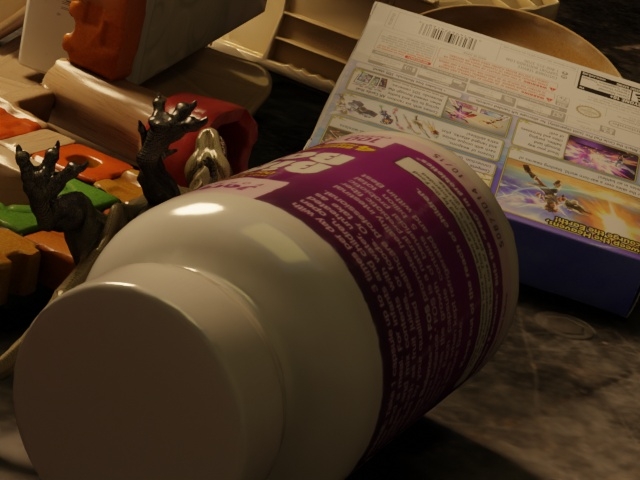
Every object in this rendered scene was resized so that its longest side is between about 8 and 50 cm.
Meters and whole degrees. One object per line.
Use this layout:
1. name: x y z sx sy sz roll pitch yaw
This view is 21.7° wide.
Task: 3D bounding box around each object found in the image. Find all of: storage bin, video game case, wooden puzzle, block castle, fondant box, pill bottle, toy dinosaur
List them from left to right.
1. block castle: -0.174 -0.120 1.017 0.212 0.303 0.453 25 24 22
2. toy dinosaur: -0.114 -0.010 0.910 0.064 0.118 0.268 25 43 24
3. wooden puzzle: -0.169 -0.121 1.399 0.221 0.044 0.239 16 25 5
4. fondant box: -0.123 -0.284 1.426 0.096 0.238 0.330 20 26 12
5. pill bottle: -0.022 0.045 0.874 0.169 0.169 0.301 22 21 20
6. storage bin: 0.073 -0.227 1.708 0.260 0.123 0.262 24 22 23
7. video game case: 0.137 -0.071 1.325 0.269 0.061 0.244 18 38 5

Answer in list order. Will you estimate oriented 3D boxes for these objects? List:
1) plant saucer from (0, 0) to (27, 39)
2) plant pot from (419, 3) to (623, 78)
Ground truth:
1. plant saucer: -0.323 -0.277 1.447 0.277 0.278 0.041 20 -14 16
2. plant pot: 0.156 -0.114 1.451 0.236 0.032 0.236 5 50 -7
